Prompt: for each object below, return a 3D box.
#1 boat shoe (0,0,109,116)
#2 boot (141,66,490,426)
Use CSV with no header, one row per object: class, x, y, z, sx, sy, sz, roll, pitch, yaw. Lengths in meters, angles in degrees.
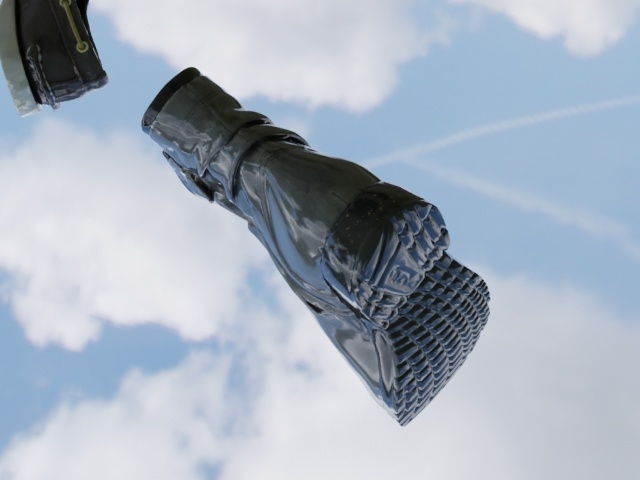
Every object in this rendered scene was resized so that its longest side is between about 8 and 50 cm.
boat shoe,-0.192,-0.183,1.118,0.069,0.081,0.227,-13,-127,1
boot,0.000,0.000,0.845,0.161,0.083,0.246,35,166,26
